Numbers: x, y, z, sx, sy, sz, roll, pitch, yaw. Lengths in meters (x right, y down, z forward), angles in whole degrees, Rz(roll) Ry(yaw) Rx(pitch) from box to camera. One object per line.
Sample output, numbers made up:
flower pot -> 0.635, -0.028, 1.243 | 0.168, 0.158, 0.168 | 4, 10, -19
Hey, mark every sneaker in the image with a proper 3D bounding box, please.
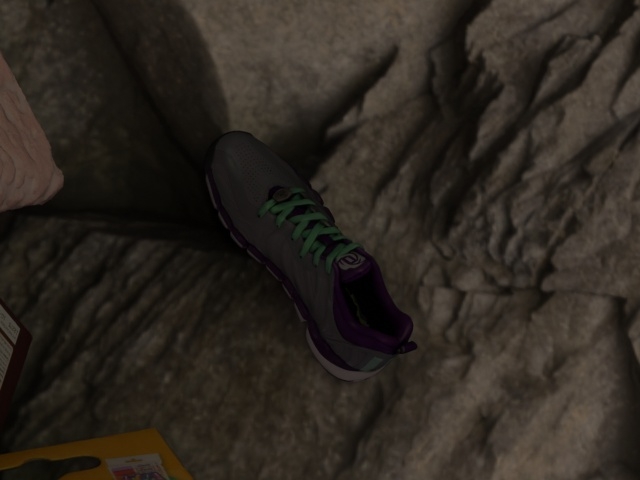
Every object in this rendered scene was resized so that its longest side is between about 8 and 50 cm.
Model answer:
sneaker -> 0.000, 0.000, 1.335 | 0.083, 0.098, 0.223 | -36, 91, -31

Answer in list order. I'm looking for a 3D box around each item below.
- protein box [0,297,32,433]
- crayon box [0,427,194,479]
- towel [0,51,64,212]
protein box -> -0.318, 0.110, 1.073 | 0.200, 0.136, 0.201 | 7, 65, 16
crayon box -> -0.137, 0.252, 1.120 | 0.203, 0.323, 0.083 | -7, 120, -27
towel -> -0.312, -0.156, 1.144 | 0.317, 0.053, 0.332 | 63, 17, 4
